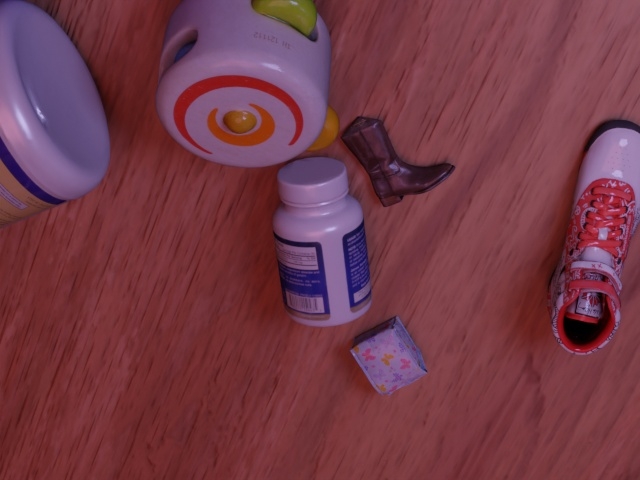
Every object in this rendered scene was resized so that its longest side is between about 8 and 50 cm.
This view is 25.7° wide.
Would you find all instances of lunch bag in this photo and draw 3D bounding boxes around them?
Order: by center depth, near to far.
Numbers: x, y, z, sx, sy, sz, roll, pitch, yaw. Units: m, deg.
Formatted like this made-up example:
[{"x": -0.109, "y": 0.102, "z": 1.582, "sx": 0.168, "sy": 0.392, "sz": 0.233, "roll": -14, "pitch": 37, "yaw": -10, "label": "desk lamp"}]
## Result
[{"x": 0.089, "y": 0.151, "z": 1.807, "sx": 0.071, "sy": 0.053, "sz": 0.083, "roll": -30, "pitch": 101, "yaw": 17, "label": "lunch bag"}]

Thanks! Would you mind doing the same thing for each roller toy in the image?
[{"x": -0.085, "y": -0.178, "z": 1.573, "sx": 0.191, "sy": 0.146, "sz": 0.209, "roll": -5, "pitch": 143, "yaw": 12, "label": "roller toy"}]

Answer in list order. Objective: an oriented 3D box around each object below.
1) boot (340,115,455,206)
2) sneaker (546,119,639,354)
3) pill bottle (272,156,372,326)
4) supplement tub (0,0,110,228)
[{"x": 0.092, "y": -0.107, "z": 1.686, "sx": 0.106, "sy": 0.037, "sz": 0.114, "roll": -25, "pitch": 107, "yaw": 15, "label": "boot"}, {"x": 0.333, "y": 0.004, "z": 1.652, "sx": 0.090, "sy": 0.145, "sz": 0.270, "roll": 13, "pitch": 117, "yaw": -1, "label": "sneaker"}, {"x": 0.000, "y": 0.000, "z": 1.705, "sx": 0.112, "sy": 0.112, "sz": 0.187, "roll": -3, "pitch": 117, "yaw": 8, "label": "pill bottle"}, {"x": -0.439, "y": -0.114, "z": 1.623, "sx": 0.331, "sy": 0.241, "sz": 0.241, "roll": -20, "pitch": 113, "yaw": 15, "label": "supplement tub"}]
